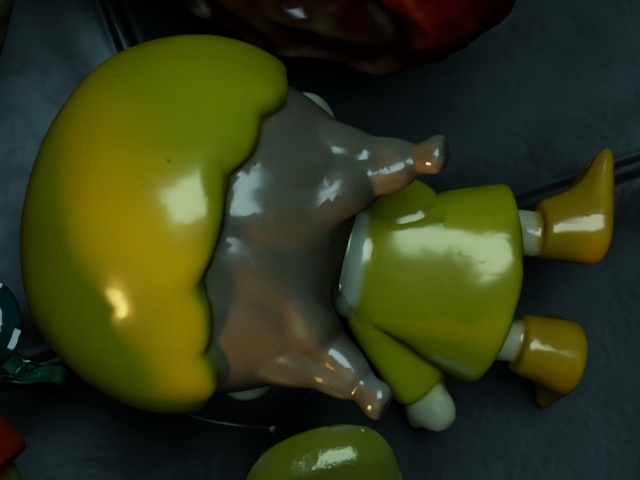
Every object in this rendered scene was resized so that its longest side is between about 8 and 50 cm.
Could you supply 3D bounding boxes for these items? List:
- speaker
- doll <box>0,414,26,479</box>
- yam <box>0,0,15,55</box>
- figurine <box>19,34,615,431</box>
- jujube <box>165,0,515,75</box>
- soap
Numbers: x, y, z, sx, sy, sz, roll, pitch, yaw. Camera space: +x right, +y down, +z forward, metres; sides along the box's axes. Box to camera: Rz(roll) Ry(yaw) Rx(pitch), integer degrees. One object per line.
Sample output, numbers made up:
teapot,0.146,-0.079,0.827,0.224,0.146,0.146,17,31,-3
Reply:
speaker,-0.192,0.064,1.104,0.094,0.075,0.060,47,67,-4
doll,-0.246,0.139,1.018,0.183,0.160,0.363,-39,86,11
yam,-0.222,-0.189,1.069,0.133,0.330,0.133,10,52,-13
figurine,0.000,0.000,1.117,0.344,0.187,0.215,7,84,-17
jujube,-0.029,-0.263,1.144,0.377,0.276,0.276,30,70,4
soap,0.012,0.165,1.103,0.089,0.045,0.140,-18,115,4
